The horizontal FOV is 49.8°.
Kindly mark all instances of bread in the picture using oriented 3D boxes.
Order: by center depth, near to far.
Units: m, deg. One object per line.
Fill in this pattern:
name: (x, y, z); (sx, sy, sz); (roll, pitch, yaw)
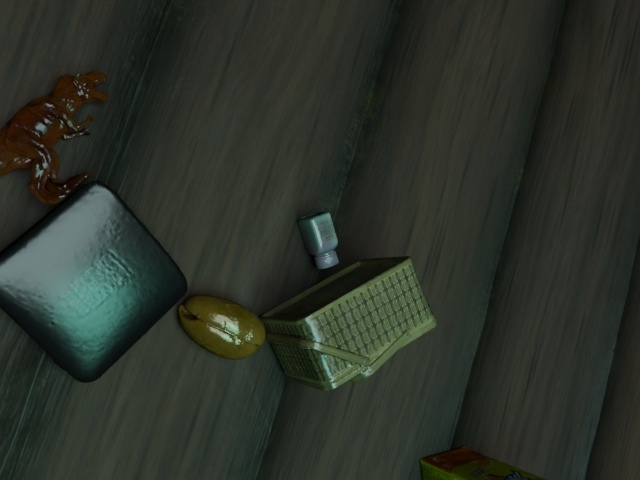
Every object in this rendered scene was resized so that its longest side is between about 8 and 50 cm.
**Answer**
bread: (-0.198, 0.178, 1.399); (0.189, 0.077, 0.114); (27, 103, -18)

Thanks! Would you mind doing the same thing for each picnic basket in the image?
picnic basket: (0.055, 0.178, 1.463); (0.313, 0.228, 0.175); (-27, 99, -26)

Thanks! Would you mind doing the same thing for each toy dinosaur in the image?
toy dinosaur: (-0.527, -0.148, 1.231); (0.432, 0.097, 0.208); (-39, 97, -25)

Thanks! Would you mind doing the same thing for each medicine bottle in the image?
medicine bottle: (0.000, 0.000, 1.518); (0.055, 0.074, 0.118); (-21, 99, -27)

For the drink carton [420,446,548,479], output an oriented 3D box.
drink carton: (0.390, 0.577, 1.563); (0.155, 0.351, 0.111); (-6, 92, -28)

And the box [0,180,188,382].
box: (-0.426, 0.077, 1.278); (0.289, 0.073, 0.290); (-46, 118, -20)
